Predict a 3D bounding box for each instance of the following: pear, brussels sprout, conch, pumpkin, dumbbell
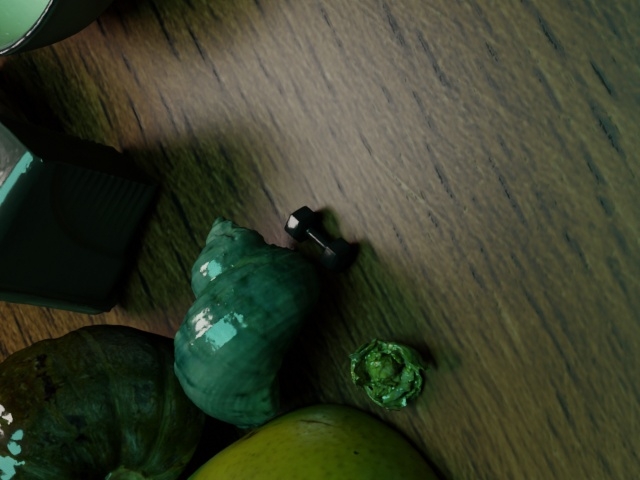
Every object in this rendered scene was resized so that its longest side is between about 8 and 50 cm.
[{"bbox_3d":[-0.038,0.347,1.554,0.386,0.191,0.340,-1,92,40],"label":"pear"},{"bbox_3d":[0.069,0.134,1.536,0.085,0.058,0.085,2,107,8],"label":"brussels sprout"},{"bbox_3d":[-0.086,0.079,1.591,0.196,0.134,0.202,-23,50,48],"label":"conch"},{"bbox_3d":[-0.292,0.219,1.689,0.325,0.232,0.242,-56,25,-3],"label":"pumpkin"},{"bbox_3d":[0.000,0.000,1.593,0.083,0.040,0.036,42,150,31],"label":"dumbbell"}]

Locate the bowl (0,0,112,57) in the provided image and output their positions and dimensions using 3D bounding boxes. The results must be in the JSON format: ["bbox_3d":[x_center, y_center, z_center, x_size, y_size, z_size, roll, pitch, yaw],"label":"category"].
[{"bbox_3d":[-0.324,-0.385,1.741,0.353,0.185,0.354,4,97,41],"label":"bowl"}]

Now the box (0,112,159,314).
[{"bbox_3d":[-0.311,-0.026,1.725,0.138,0.274,0.178,41,105,29],"label":"box"}]

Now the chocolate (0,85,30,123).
[{"bbox_3d":[-0.454,-0.076,1.840,0.213,0.303,0.303,27,111,24],"label":"chocolate"}]
